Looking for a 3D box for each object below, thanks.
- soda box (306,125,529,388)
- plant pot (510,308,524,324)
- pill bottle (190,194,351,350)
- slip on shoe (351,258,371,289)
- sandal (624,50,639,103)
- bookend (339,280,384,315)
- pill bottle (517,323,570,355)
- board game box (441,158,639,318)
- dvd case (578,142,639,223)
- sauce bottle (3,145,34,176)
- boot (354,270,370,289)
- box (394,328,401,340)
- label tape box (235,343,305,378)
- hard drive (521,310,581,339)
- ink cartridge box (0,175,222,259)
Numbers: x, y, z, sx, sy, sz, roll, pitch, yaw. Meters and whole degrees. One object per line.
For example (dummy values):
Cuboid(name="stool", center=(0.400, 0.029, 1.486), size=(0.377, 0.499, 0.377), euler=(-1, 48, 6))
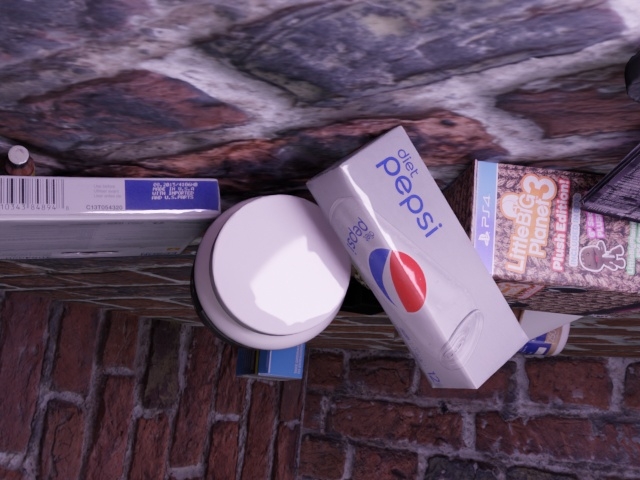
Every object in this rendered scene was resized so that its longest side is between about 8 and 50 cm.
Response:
Cuboid(name="soda box", center=(0.108, 0.024, 0.918), size=(0.098, 0.286, 0.091), euler=(-34, -173, -26))
Cuboid(name="plant pot", center=(0.248, 0.055, 1.321), size=(0.165, 0.167, 0.167), euler=(12, 169, 9))
Cuboid(name="pill bottle", center=(-0.076, 0.050, 1.161), size=(0.210, 0.210, 0.363), euler=(7, 171, -10))
Cuboid(name="slip on shoe", center=(0.116, 0.013, 1.267), size=(0.101, 0.123, 0.331), euler=(-3, 161, 18))
Cuboid(name="sandal", center=(0.459, -0.088, 0.633), size=(0.445, 0.107, 0.167), euler=(7, 168, -6))
Cuboid(name="bookend", center=(0.074, 0.118, 1.866), size=(0.157, 0.072, 0.156), euler=(9, 167, -14))
Cuboid(name="pill bottle", center=(0.368, 0.153, 1.702), size=(0.264, 0.153, 0.153), euler=(5, 168, -2))
Cuboid(name="board game box", center=(0.304, 0.009, 1.079), size=(0.290, 0.141, 0.232), euler=(6, 168, -5))
Cuboid(name="dvd case", center=(0.390, -0.069, 0.831), size=(0.164, 0.018, 0.221), euler=(12, 154, -7))
Cuboid(name="sauce bottle", center=(-0.412, -0.101, 1.125), size=(0.042, 0.042, 0.128), euler=(10, 166, -19))
Cuboid(name="boot", center=(0.197, 0.056, 1.478), size=(0.236, 0.085, 0.178), euler=(-29, -136, -22))
Cuboid(name="box", center=(0.268, 0.209, 2.132), size=(0.114, 0.103, 0.203), euler=(7, 168, -6))
Cuboid(name="label tape box", center=(-0.089, 0.171, 1.755), size=(0.115, 0.249, 0.347), euler=(9, 168, -16))
Cuboid(name="hard drive", center=(0.357, 0.149, 1.539), size=(0.307, 0.040, 0.203), euler=(-26, 148, 9))
Cuboid(name="ink cartridge box", center=(-0.345, -0.031, 1.254), size=(0.324, 0.072, 0.330), euler=(-1, 171, -21))
